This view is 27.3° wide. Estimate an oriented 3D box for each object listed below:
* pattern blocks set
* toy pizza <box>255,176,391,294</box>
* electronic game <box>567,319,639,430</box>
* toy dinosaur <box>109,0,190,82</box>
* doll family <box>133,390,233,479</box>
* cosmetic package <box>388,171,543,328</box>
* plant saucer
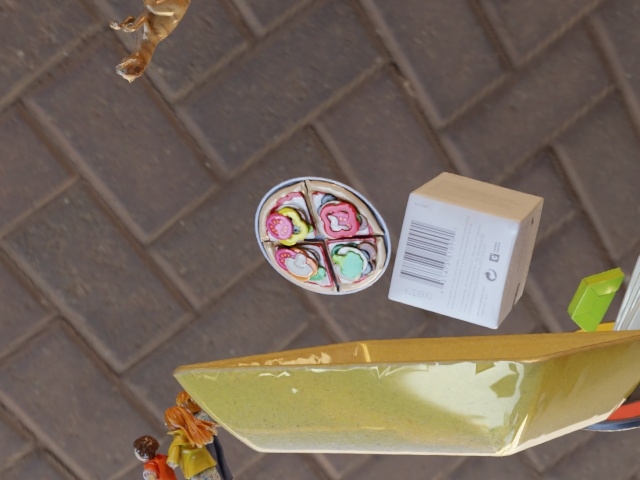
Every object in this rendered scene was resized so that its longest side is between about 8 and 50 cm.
[{"bbox_3d":[0.421,0.085,1.549,0.285,0.026,0.325,16,118,-24],"label":"pattern blocks set"},{"bbox_3d":[0.000,0.000,1.858,0.201,0.032,0.201,10,127,13],"label":"toy pizza"},{"bbox_3d":[0.396,0.178,1.774,0.229,0.229,0.048,-25,120,-17],"label":"electronic game"},{"bbox_3d":[-0.170,-0.270,1.474,0.112,0.064,0.211,42,80,-13],"label":"toy dinosaur"},{"bbox_3d":[-0.180,0.303,1.934,0.118,0.263,0.163,-24,90,10],"label":"doll family"},{"bbox_3d":[0.198,0.009,1.766,0.183,0.151,0.151,-32,135,-67],"label":"cosmetic package"},{"bbox_3d":[0.099,0.131,1.143,0.333,0.332,0.081,-1,86,-59],"label":"plant saucer"}]
